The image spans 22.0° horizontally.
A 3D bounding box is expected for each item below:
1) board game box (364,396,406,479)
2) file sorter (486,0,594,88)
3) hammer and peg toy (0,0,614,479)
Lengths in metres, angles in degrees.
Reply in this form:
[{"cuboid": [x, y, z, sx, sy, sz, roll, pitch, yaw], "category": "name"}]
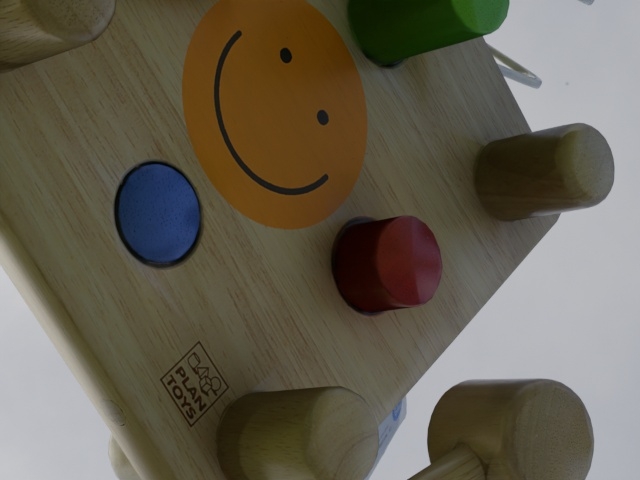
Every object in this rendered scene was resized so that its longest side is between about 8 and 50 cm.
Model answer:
[{"cuboid": [-0.016, -0.016, 0.864, 0.064, 0.242, 0.316, 0, -77, 15], "category": "board game box"}, {"cuboid": [0.025, -0.102, 1.126, 0.173, 0.193, 0.277, 39, -73, 32], "category": "file sorter"}, {"cuboid": [0.000, 0.000, 0.649, 0.127, 0.266, 0.361, -9, -64, 47], "category": "hammer and peg toy"}]
